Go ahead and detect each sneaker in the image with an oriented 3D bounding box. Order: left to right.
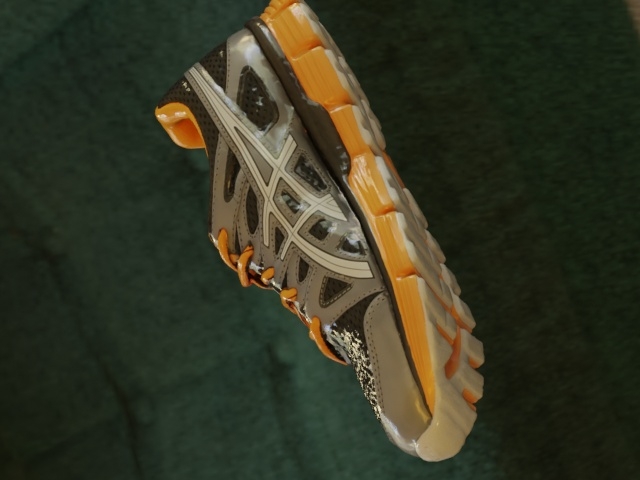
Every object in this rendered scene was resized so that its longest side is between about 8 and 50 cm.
[{"bbox_3d":[0.000,0.000,0.665,0.083,0.084,0.215,-28,58,6],"label":"sneaker"}]
